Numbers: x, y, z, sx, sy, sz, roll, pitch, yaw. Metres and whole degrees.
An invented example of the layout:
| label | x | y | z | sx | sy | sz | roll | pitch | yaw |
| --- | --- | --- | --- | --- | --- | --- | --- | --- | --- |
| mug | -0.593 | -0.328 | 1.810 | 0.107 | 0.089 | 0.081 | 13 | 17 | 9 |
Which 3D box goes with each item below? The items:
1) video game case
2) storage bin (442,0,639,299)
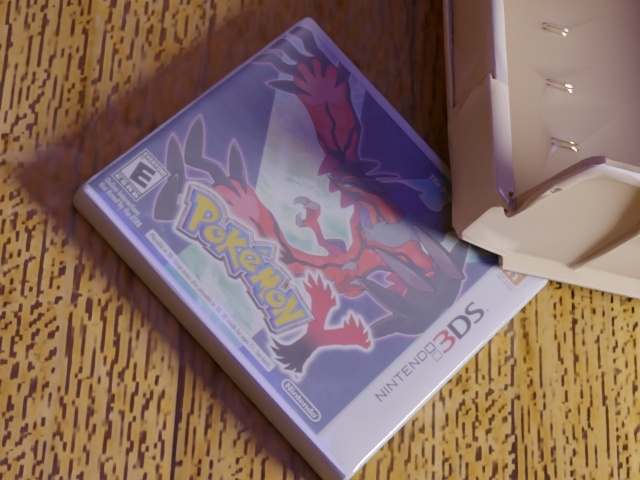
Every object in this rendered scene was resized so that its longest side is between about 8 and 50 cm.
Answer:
| label | x | y | z | sx | sy | sz | roll | pitch | yaw |
| --- | --- | --- | --- | --- | --- | --- | --- | --- | --- |
| video game case | 0.000 | 0.000 | 0.957 | 0.201 | 0.023 | 0.183 | 47 | 57 | 3 |
| storage bin | 0.207 | -0.105 | 1.027 | 0.260 | 0.123 | 0.262 | 12 | 60 | -23 |
